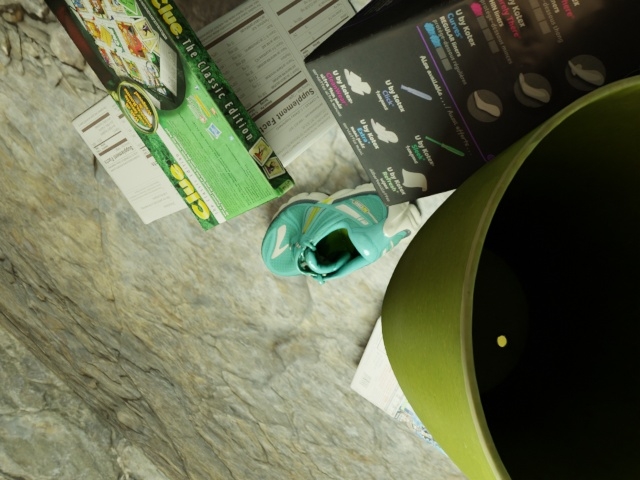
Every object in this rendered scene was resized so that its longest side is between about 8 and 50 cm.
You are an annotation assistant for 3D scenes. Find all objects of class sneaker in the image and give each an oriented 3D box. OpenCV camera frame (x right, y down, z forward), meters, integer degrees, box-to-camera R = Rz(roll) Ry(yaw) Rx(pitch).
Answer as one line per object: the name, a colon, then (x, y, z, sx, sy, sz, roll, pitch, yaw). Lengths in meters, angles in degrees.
sneaker: (0.000, 0.000, 1.024, 0.107, 0.110, 0.275, 52, 146, -13)

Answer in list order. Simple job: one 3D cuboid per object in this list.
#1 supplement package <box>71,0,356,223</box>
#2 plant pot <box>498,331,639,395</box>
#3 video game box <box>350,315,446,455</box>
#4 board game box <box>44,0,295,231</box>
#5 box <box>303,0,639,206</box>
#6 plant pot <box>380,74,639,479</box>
supplement package: (-0.098, -0.149, 0.876, 0.262, 0.204, 0.145, -14, 114, 51)
plant pot: (0.276, 0.130, 0.782, 0.239, 0.254, 0.254, 20, 142, 55)
video game box: (0.145, 0.198, 1.145, 0.187, 0.048, 0.205, 36, 146, 14)
board game box: (-0.137, -0.133, 0.731, 0.136, 0.030, 0.259, -20, 108, 50)
box: (0.153, -0.149, 0.625, 0.270, 0.165, 0.143, -13, 117, 41)
plant pot: (0.156, 0.060, 0.564, 0.275, 0.275, 0.293, 49, 165, -7)
